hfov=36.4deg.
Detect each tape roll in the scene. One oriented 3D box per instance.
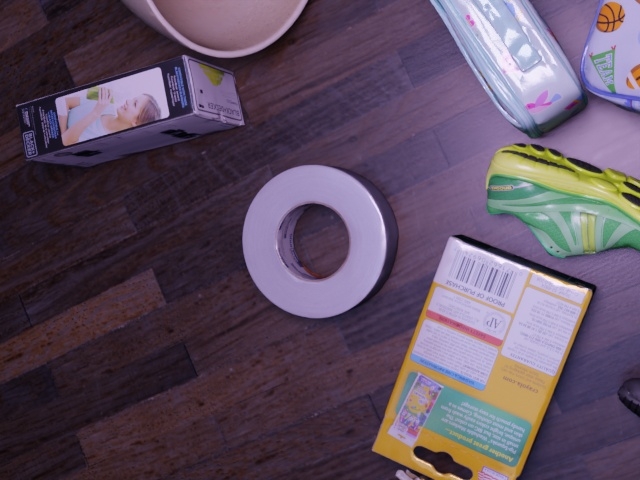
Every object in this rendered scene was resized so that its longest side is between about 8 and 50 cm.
[{"bbox_3d":[0.000,0.000,1.415,0.219,0.072,0.219,1,94,19],"label":"tape roll"}]

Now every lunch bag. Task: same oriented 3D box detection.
[{"bbox_3d":[0.465,-0.276,1.174,0.243,0.115,0.303,22,96,40],"label":"lunch bag"},{"bbox_3d":[0.226,-0.267,1.242,0.108,0.224,0.279,-35,82,17],"label":"lunch bag"}]

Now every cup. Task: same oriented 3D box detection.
[{"bbox_3d":[-0.192,-0.436,1.359,0.237,0.331,0.331,20,100,42],"label":"cup"}]

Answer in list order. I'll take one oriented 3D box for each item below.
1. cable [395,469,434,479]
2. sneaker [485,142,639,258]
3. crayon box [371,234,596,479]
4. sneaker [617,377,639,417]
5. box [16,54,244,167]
[{"bbox_3d":[0.201,0.414,1.355,0.287,0.072,0.139,35,144,3],"label":"cable"},{"bbox_3d":[0.357,-0.030,1.287,0.295,0.109,0.123,26,124,15],"label":"sneaker"},{"bbox_3d":[0.222,0.176,1.341,0.203,0.083,0.323,22,99,17],"label":"crayon box"},{"bbox_3d":[0.550,0.215,1.225,0.330,0.122,0.146,19,81,18],"label":"sneaker"},{"bbox_3d":[-0.281,-0.187,1.454,0.290,0.169,0.087,-12,86,21],"label":"box"}]
